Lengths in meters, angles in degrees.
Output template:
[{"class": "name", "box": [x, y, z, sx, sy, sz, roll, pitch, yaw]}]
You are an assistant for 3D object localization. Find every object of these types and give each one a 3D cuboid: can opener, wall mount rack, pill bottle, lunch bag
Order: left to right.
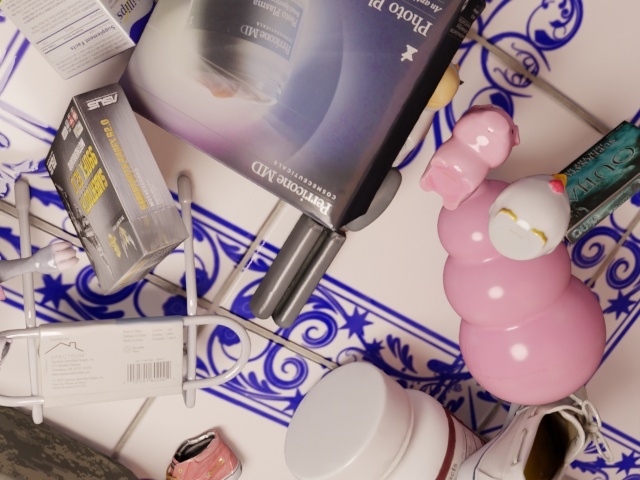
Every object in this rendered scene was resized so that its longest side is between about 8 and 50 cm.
[{"class": "lunch bag", "box": [-0.415, 0.386, 1.316, 0.305, 0.212, 0.256, 34, 100, -26]}, {"class": "wall mount rack", "box": [-0.269, 0.082, 1.280, 0.350, 0.130, 0.304, -3, 118, -15]}, {"class": "can opener", "box": [0.000, 0.000, 1.343, 0.074, 0.093, 0.280, 26, 108, -26]}, {"class": "pill bottle", "box": [0.146, 0.359, 1.467, 0.224, 0.224, 0.392, -45, 117, 6]}]

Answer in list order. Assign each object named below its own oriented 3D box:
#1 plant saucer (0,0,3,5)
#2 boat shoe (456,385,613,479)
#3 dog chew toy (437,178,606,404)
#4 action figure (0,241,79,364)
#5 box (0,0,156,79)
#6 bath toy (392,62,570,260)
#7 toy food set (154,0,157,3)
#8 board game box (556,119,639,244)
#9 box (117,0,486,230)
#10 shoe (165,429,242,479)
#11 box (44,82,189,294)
[{"class": "plant saucer", "box": [-0.421, -0.329, 1.055, 0.241, 0.037, 0.241, 1, 104, 5]}, {"class": "boat shoe", "box": [0.337, 0.274, 1.424, 0.156, 0.367, 0.136, -24, 91, 39]}, {"class": "dog chew toy", "box": [0.263, 0.063, 1.391, 0.206, 0.206, 0.332, -28, 110, -3]}, {"class": "action figure", "box": [-0.456, 0.029, 1.083, 0.248, 0.275, 0.370, -33, 83, 32]}, {"class": "box", "box": [-0.273, -0.267, 1.114, 0.126, 0.072, 0.137, -15, 126, 36]}, {"class": "bath toy", "box": [0.177, -0.127, 1.247, 0.348, 0.151, 0.129, 41, 57, 0]}, {"class": "toy food set", "box": [-0.176, -0.368, 1.156, 0.192, 0.038, 0.132, -49, 125, 2]}, {"class": "board game box", "box": [0.387, -0.083, 1.396, 0.186, 0.126, 0.026, -40, 118, 3]}, {"class": "box", "box": [-0.020, -0.213, 1.117, 0.296, 0.183, 0.294, 31, 105, 8]}, {"class": "shoe", "box": [-0.205, 0.347, 1.450, 0.178, 0.063, 0.081, -32, 117, -7]}, {"class": "box", "box": [-0.237, -0.049, 1.133, 0.056, 0.231, 0.183, -23, 87, -26]}]
